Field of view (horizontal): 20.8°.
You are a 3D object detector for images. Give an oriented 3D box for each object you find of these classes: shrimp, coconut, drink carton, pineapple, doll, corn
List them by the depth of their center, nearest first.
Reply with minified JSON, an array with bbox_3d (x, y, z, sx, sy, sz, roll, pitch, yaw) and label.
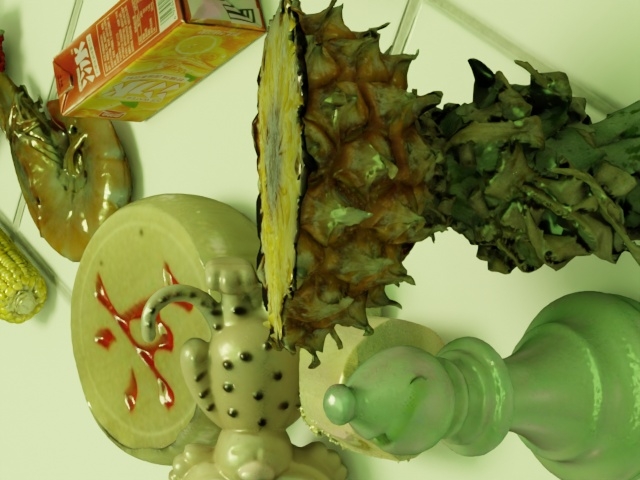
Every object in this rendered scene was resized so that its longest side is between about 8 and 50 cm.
[{"bbox_3d":[0.099,-0.040,1.192,0.262,0.271,0.263,180,90,-82],"label":"pineapple"},{"bbox_3d":[0.047,0.115,1.371,0.122,0.116,0.116,3,91,56],"label":"coconut"},{"bbox_3d":[-0.060,0.150,1.453,0.119,0.154,0.278,-110,12,-74],"label":"doll"},{"bbox_3d":[-0.156,-0.185,1.650,0.223,0.096,0.071,-30,66,46],"label":"drink carton"},{"bbox_3d":[-0.273,-0.102,1.821,0.152,0.063,0.287,-56,52,32],"label":"shrimp"},{"bbox_3d":[-0.364,0.024,1.928,0.203,0.072,0.072,41,120,46],"label":"corn"}]

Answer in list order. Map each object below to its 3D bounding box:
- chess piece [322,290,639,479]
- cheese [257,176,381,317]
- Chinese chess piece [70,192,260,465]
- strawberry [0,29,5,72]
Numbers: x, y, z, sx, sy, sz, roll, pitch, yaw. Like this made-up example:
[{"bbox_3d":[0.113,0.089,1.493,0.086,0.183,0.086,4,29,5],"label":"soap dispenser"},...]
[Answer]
[{"bbox_3d":[0.111,0.105,1.162,0.139,0.271,0.139,0,90,52],"label":"chess piece"},{"bbox_3d":[0.000,0.000,1.491,0.065,0.043,0.194,-44,54,32],"label":"cheese"},{"bbox_3d":[-0.129,0.081,1.604,0.249,0.103,0.250,0,89,50],"label":"Chinese chess piece"},{"bbox_3d":[-0.398,-0.176,1.959,0.140,0.085,0.192,-23,66,54],"label":"strawberry"}]
